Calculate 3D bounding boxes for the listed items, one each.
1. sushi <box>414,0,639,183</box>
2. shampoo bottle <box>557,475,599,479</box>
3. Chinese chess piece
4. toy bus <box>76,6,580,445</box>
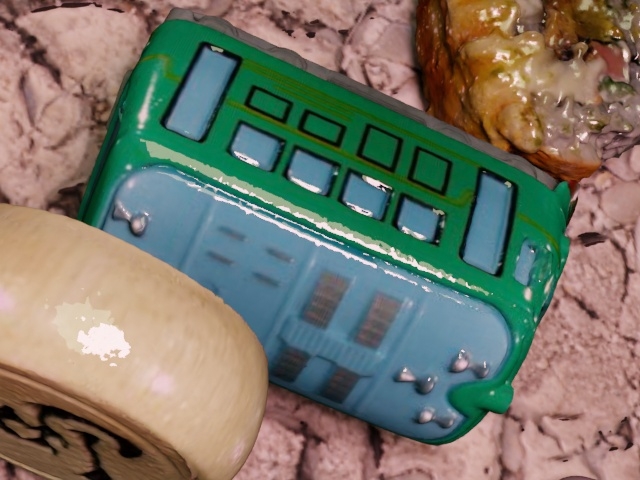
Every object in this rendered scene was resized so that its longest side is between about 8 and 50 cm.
[{"bbox_3d":[0.178,-0.167,1.060,0.184,0.139,0.274,-3,72,-17],"label":"sushi"},{"bbox_3d":[0.202,0.219,0.981,0.165,0.040,0.080,16,69,-8],"label":"shampoo bottle"},{"bbox_3d":[-0.156,0.079,0.825,0.250,0.250,0.101,25,63,-4],"label":"Chinese chess piece"},{"bbox_3d":[0.000,0.000,0.905,0.344,0.183,0.199,23,37,-5],"label":"toy bus"}]
